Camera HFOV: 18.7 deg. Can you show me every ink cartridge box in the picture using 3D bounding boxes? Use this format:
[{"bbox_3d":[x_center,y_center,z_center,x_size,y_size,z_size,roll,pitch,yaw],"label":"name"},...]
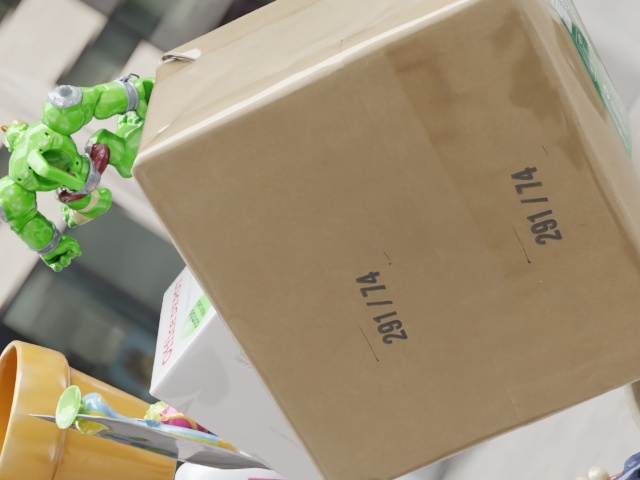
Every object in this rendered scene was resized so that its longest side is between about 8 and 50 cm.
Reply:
[{"bbox_3d":[0.009,0.045,1.707,0.270,0.197,0.198,-51,16,20],"label":"ink cartridge box"}]

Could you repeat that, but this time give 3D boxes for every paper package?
[{"bbox_3d":[0.072,-0.024,1.371,0.309,0.325,0.168,-24,26,15],"label":"paper package"}]

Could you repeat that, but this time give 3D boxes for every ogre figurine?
[{"bbox_3d":[-0.229,-0.071,1.774,0.197,0.097,0.118,-41,-34,22],"label":"ogre figurine"}]

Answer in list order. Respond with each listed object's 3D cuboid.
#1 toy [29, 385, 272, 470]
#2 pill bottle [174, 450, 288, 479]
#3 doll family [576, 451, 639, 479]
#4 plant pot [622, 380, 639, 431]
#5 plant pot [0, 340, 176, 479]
[{"bbox_3d":[-0.147,0.179,1.896,0.137,0.237,0.056,-6,72,52],"label":"toy"},{"bbox_3d":[-0.098,0.346,2.334,0.160,0.160,0.283,120,151,-75],"label":"pill bottle"},{"bbox_3d":[0.199,0.139,1.045,0.111,0.076,0.193,-31,9,29],"label":"doll family"},{"bbox_3d":[0.553,0.105,2.185,0.305,0.334,0.334,-33,-20,-47],"label":"plant pot"},{"bbox_3d":[-0.257,0.226,2.040,0.205,0.188,0.205,-165,90,-73],"label":"plant pot"}]
